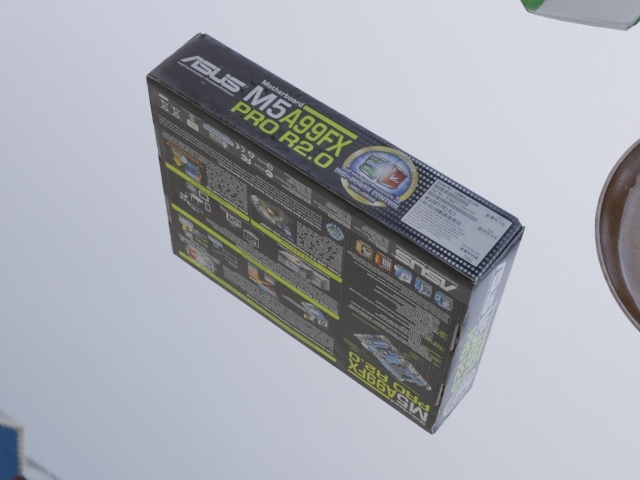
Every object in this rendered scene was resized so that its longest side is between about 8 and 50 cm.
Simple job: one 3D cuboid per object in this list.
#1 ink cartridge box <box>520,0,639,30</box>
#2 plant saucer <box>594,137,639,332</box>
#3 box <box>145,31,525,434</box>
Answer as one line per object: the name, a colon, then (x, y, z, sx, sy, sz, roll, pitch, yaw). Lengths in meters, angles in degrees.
ink cartridge box: (0.138, -0.242, 0.532, 0.153, 0.086, 0.208, -55, -134, 44)
plant saucer: (0.409, 0.012, 0.929, 0.310, 0.310, 0.050, 40, -20, 23)
box: (0.000, 0.000, 0.722, 0.270, 0.060, 0.216, 33, -30, 20)
